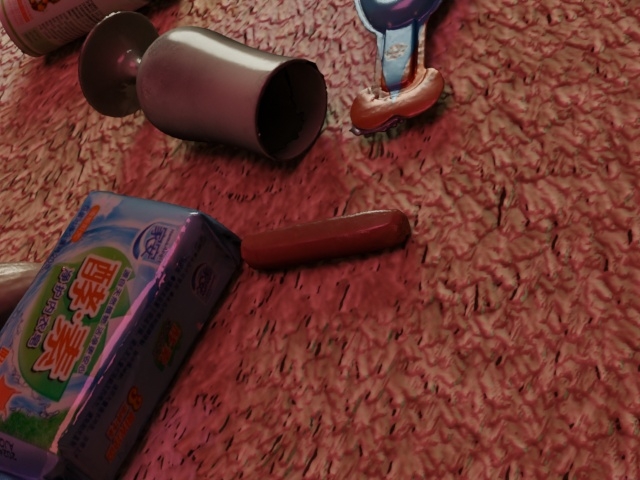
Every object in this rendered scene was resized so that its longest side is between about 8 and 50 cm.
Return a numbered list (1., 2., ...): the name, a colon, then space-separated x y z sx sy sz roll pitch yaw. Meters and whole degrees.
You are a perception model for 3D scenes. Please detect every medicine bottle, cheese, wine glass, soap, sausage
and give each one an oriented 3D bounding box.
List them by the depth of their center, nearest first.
1. sausage: 0.000 0.000 1.034 0.147 0.030 0.035 -12 49 27
2. soap: -0.182 0.081 1.061 0.156 0.077 0.293 10 63 40
3. cheese: 0.071 -0.193 1.140 0.106 0.037 0.256 -15 50 27
4. wine glass: -0.104 -0.136 1.168 0.231 0.103 0.103 18 68 39
5. medicine bottle: -0.240 -0.263 1.380 0.183 0.086 0.086 -22 46 20

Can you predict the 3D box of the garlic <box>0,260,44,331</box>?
1. garlic: -0.302 0.080 1.129 0.195 0.101 0.087 -47 42 -7
